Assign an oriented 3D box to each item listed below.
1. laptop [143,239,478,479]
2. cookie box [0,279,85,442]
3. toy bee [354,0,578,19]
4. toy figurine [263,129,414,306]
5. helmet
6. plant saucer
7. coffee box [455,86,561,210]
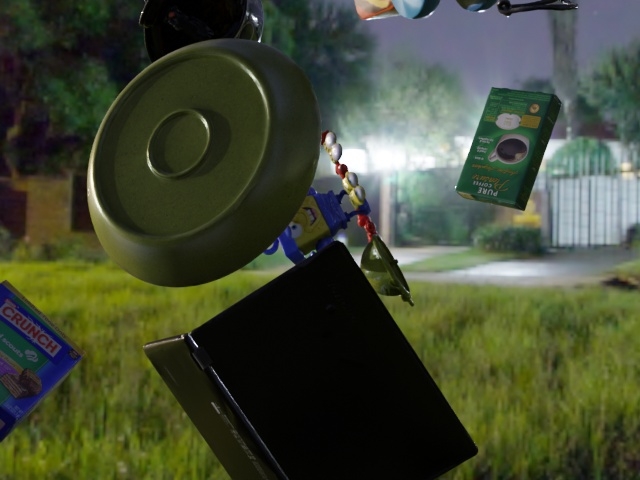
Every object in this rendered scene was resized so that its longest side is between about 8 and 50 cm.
[{"bbox_3d":[-0.037,0.247,1.506,0.236,0.382,0.408,-36,6,-26],"label":"laptop"},{"bbox_3d":[-0.247,0.092,0.735,0.040,0.092,0.107,-45,5,25],"label":"cookie box"},{"bbox_3d":[0.132,-0.297,0.911,0.298,0.162,0.195,7,18,41],"label":"toy bee"},{"bbox_3d":[0.000,0.000,1.763,0.217,0.362,0.191,-25,-23,-1],"label":"toy figurine"},{"bbox_3d":[-0.157,-0.288,1.275,0.169,0.169,0.161,2,-4,-3],"label":"helmet"},{"bbox_3d":[-0.115,-0.079,0.836,0.241,0.241,0.037,0,-19,27],"label":"plant saucer"},{"bbox_3d":[0.291,-0.144,1.479,0.113,0.184,0.040,13,-10,36],"label":"coffee box"}]
